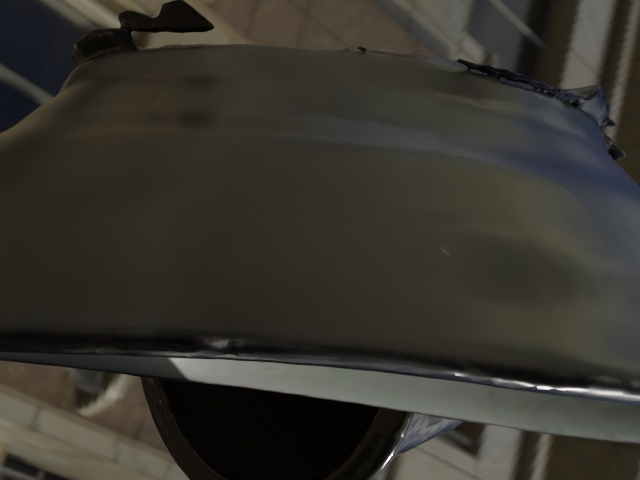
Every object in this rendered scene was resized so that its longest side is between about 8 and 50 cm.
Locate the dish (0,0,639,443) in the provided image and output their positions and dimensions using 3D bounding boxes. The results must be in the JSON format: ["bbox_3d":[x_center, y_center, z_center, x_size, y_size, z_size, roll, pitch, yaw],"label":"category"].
[{"bbox_3d":[0.000,0.000,0.538,0.316,0.316,0.106,1,-99,37],"label":"dish"}]

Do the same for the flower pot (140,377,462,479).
[{"bbox_3d":[0.017,0.047,1.003,0.235,0.148,0.235,-5,-98,43],"label":"flower pot"}]
